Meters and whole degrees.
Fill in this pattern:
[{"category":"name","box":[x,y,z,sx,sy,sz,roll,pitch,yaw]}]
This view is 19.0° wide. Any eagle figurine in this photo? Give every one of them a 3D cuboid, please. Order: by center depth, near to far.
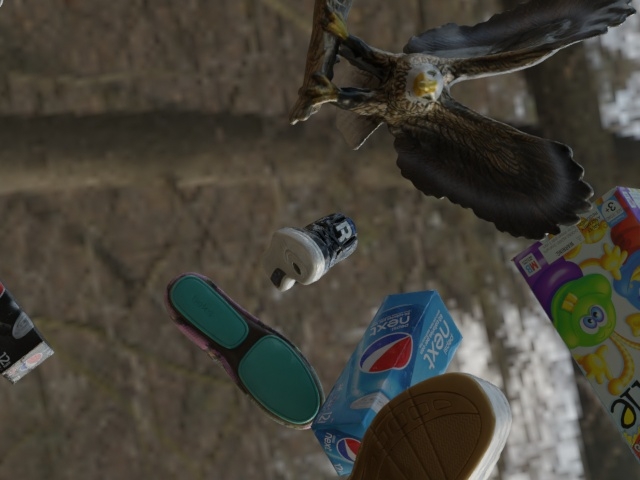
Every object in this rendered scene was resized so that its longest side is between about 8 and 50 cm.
[{"category":"eagle figurine","box":[0.127,-0.142,1.810,0.225,0.298,0.226,-77,178,-53]}]

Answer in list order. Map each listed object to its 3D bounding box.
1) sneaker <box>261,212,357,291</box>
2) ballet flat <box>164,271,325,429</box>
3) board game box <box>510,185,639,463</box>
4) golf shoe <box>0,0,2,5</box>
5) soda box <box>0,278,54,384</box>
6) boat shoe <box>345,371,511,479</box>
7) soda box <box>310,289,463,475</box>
[{"category":"sneaker","box":[0.000,0.000,2.467,0.079,0.121,0.217,60,-16,-2]},{"category":"ballet flat","box":[-0.080,0.121,2.048,0.221,0.077,0.079,41,-15,11]},{"category":"board game box","box":[0.349,0.096,2.011,0.275,0.142,0.144,59,20,13]},{"category":"golf shoe","box":[-0.284,-0.208,1.437,0.077,0.094,0.198,-40,-144,33]},{"category":"soda box","box":[-0.329,0.054,1.835,0.169,0.053,0.060,51,-6,13]},{"category":"boat shoe","box":[0.082,0.193,1.500,0.277,0.096,0.098,-54,-130,42]},{"category":"soda box","box":[0.070,0.145,1.966,0.071,0.067,0.210,61,39,-27]}]
